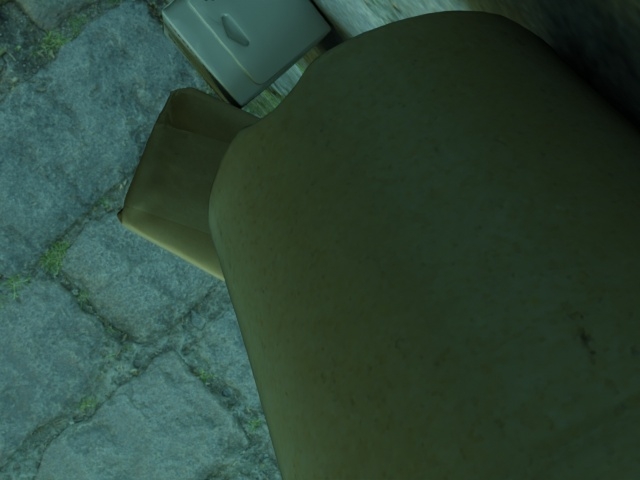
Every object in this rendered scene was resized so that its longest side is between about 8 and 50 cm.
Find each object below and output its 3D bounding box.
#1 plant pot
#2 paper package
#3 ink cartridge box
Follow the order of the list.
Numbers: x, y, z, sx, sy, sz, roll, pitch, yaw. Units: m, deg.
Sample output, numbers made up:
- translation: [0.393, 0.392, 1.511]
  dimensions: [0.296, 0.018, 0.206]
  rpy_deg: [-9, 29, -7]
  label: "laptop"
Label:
- translation: [0.098, 0.062, 0.505]
  dimensions: [0.305, 0.334, 0.334]
  rpy_deg: [62, -175, 31]
  label: "plant pot"
- translation: [0.000, 0.000, 1.100]
  dimensions: [0.325, 0.168, 0.309]
  rpy_deg: [26, 179, 21]
  label: "paper package"
- translation: [-0.084, -0.227, 1.082]
  dimensions: [0.128, 0.127, 0.176]
  rpy_deg: [50, 178, -10]
  label: "ink cartridge box"
